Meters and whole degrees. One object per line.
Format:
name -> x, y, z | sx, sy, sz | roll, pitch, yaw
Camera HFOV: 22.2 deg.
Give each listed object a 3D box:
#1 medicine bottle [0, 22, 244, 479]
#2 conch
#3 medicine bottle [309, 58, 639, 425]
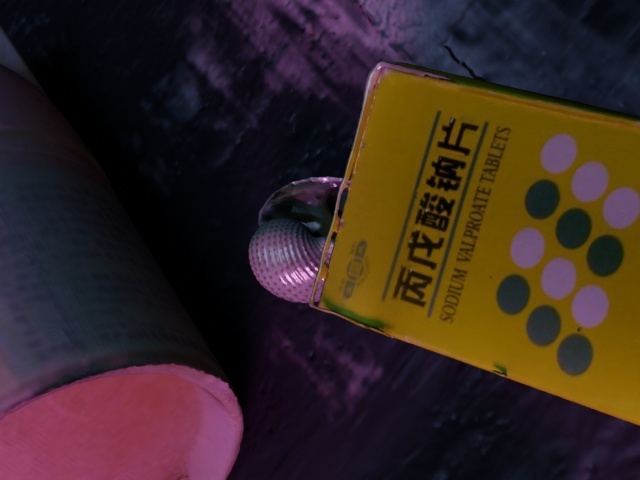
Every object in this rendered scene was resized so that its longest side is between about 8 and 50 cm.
medicine bottle -> -0.240, 0.018, 1.060 | 0.236, 0.235, 0.406 | -50, 54, 20
conch -> 0.000, 0.002, 0.978 | 0.085, 0.057, 0.076 | 3, 61, 12
medicine bottle -> 0.136, 0.004, 0.803 | 0.250, 0.141, 0.137 | 17, 95, 42
